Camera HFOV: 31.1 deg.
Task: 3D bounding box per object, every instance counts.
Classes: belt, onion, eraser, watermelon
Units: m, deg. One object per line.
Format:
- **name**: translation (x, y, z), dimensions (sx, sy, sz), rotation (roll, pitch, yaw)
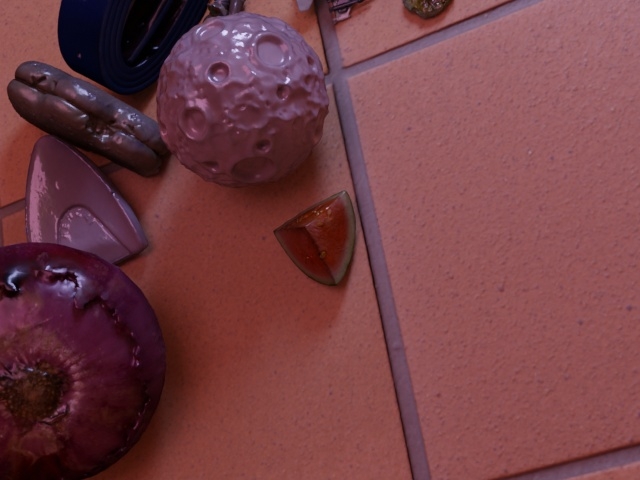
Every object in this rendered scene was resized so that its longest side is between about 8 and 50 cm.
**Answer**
- **belt**: translation (-0.292, -0.413, 1.866), dimensions (0.117, 0.212, 0.347), rotation (29, 91, 33)
- **onion**: translation (-0.398, 0.166, 1.671), dimensions (0.358, 0.358, 0.345), rotation (-21, 22, 19)
- **eraser**: translation (-0.398, -0.058, 1.861), dimensions (0.204, 0.059, 0.243), rotation (-24, 80, 19)
- **watermelon**: translation (0.000, 0.000, 1.639), dimensions (0.125, 0.094, 0.135), rotation (-26, 67, 8)

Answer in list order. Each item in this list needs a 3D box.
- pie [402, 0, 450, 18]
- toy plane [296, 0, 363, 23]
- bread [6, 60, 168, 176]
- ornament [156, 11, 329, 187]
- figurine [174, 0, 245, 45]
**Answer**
- **pie**: translation (0.161, -0.374, 1.731), dimensions (0.084, 0.020, 0.084), rotation (-9, 69, 24)
- **toy plane**: translation (0.044, -0.427, 1.776), dimensions (0.234, 0.082, 0.160), rotation (-15, 93, 23)
- **bread**: translation (-0.401, -0.210, 1.870), dimensions (0.337, 0.183, 0.102), rotation (25, 88, 34)
- **ornament**: translation (-0.111, -0.196, 1.668), dimensions (0.259, 0.259, 0.225), rotation (-21, 61, 19)
- **figurine**: translation (-0.169, -0.323, 1.839), dimensions (0.147, 0.093, 0.197), rotation (-7, 67, 30)
